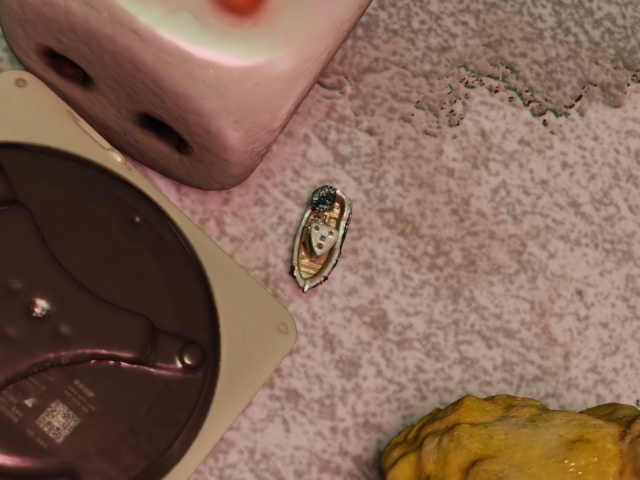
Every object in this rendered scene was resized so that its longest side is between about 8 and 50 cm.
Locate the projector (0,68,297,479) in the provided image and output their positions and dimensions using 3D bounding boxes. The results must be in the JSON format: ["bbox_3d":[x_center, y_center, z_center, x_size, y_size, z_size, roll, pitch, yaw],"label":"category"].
[{"bbox_3d":[-0.172,0.054,0.561,0.257,0.079,0.259,43,53,-4],"label":"projector"}]

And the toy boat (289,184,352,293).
[{"bbox_3d":[0.000,0.000,0.684,0.038,0.038,0.083,20,72,-10],"label":"toy boat"}]

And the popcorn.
[{"bbox_3d":[0.146,0.203,0.580,0.250,0.235,0.241,17,91,2],"label":"popcorn"}]

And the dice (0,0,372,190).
[{"bbox_3d":[-0.077,-0.159,0.618,0.192,0.194,0.193,34,72,-7],"label":"dice"}]
